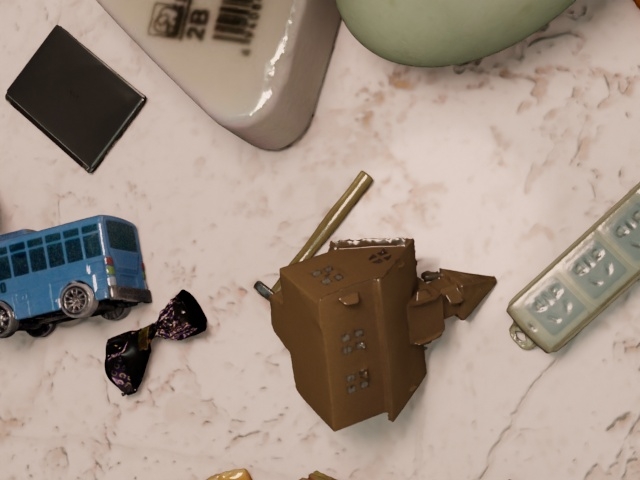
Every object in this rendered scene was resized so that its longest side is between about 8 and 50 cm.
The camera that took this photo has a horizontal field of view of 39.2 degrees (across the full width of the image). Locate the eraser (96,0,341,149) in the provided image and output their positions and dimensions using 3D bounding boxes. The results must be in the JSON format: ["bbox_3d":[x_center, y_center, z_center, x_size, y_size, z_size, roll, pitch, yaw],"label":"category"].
[{"bbox_3d":[-0.097,-0.264,1.082,0.332,0.150,0.331,-1,85,15],"label":"eraser"}]

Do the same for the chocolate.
[{"bbox_3d":[-0.211,0.125,1.112,0.147,0.070,0.072,-38,71,3],"label":"chocolate"}]

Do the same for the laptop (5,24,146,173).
[{"bbox_3d":[-0.331,-0.191,1.204,0.180,0.016,0.129,40,95,15],"label":"laptop"}]

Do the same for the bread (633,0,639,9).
[{"bbox_3d":[0.428,-0.352,0.954,0.196,0.143,0.269,8,87,12],"label":"bread"}]

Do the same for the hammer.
[{"bbox_3d":[0.000,0.000,1.095,0.062,0.013,0.199,39,95,15],"label":"hammer"}]

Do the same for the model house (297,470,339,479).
[{"bbox_3d":[0.033,0.378,0.969,0.196,0.160,0.253,21,87,16],"label":"model house"}]

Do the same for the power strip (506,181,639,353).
[{"bbox_3d":[0.315,0.021,0.987,0.272,0.052,0.078,-43,76,7],"label":"power strip"}]

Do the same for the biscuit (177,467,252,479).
[{"bbox_3d":[-0.199,0.410,1.086,0.309,0.040,0.204,-22,79,12],"label":"biscuit"}]

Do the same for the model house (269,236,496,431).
[{"bbox_3d":[0.083,0.074,1.013,0.248,0.176,0.180,-16,117,-20],"label":"model house"}]

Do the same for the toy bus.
[{"bbox_3d":[-0.347,0.049,1.131,0.234,0.116,0.133,-13,82,12],"label":"toy bus"}]

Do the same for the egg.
[{"bbox_3d":[0.172,-0.350,0.945,0.389,0.276,0.276,-42,74,27],"label":"egg"}]

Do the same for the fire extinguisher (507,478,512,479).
[{"bbox_3d":[0.270,0.309,0.973,0.157,0.045,0.078,26,69,17],"label":"fire extinguisher"}]
